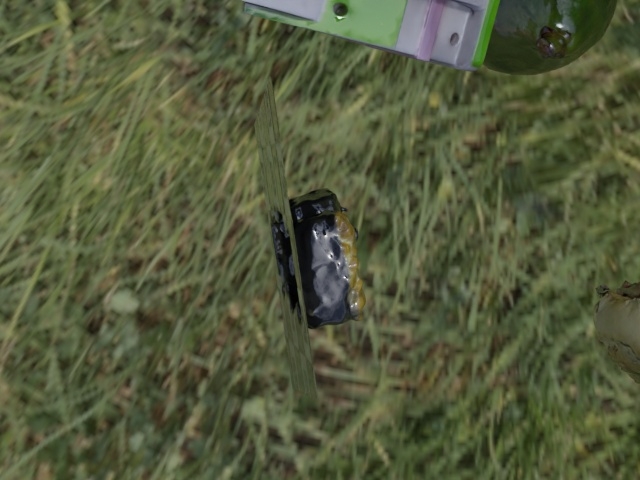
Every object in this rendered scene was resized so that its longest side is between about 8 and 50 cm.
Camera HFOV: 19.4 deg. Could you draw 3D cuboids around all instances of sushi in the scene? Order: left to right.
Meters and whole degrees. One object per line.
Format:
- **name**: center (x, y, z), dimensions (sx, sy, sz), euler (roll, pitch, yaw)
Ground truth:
- **sushi**: center (0.000, 0.000, 1.189), dimensions (0.050, 0.215, 0.192), euler (-8, 88, -5)

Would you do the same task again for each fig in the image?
- **fig**: center (0.231, -0.248, 1.954), dimensions (0.195, 0.245, 0.195), euler (-8, 129, -10)

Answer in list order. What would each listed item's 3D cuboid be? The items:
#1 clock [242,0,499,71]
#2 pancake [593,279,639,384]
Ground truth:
- **clock**: center (-0.016, -0.264, 1.250), dimensions (0.309, 0.166, 0.235), euler (9, 99, -42)
- **pancake**: center (0.372, 0.122, 1.376), dimensions (0.382, 0.382, 0.071), euler (23, 83, -2)
